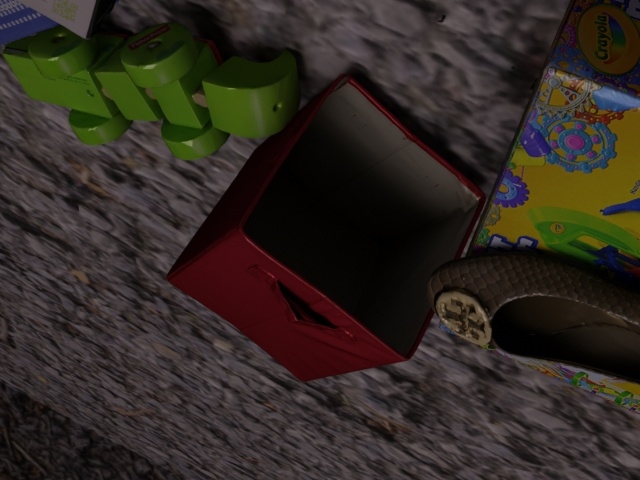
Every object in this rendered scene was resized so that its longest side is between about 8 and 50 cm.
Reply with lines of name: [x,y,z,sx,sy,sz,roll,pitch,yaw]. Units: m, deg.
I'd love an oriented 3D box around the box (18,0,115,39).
box: [-0.214,-0.311,0.519,0.232,0.058,0.322,27,141,-11]

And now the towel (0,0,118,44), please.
towel: [-0.345,-0.314,0.659,0.243,0.040,0.336,-3,136,36]

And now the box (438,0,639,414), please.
box: [0.264,-0.018,0.553,0.279,0.177,0.290,23,147,9]

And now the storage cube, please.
storage cube: [0.000,0.000,0.747,0.184,0.215,0.193,38,151,-14]

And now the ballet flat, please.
ballet flat: [0.181,0.063,0.511,0.250,0.058,0.084,12,142,26]

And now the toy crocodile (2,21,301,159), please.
toy crocodile: [-0.176,-0.160,0.776,0.340,0.105,0.115,12,143,32]
